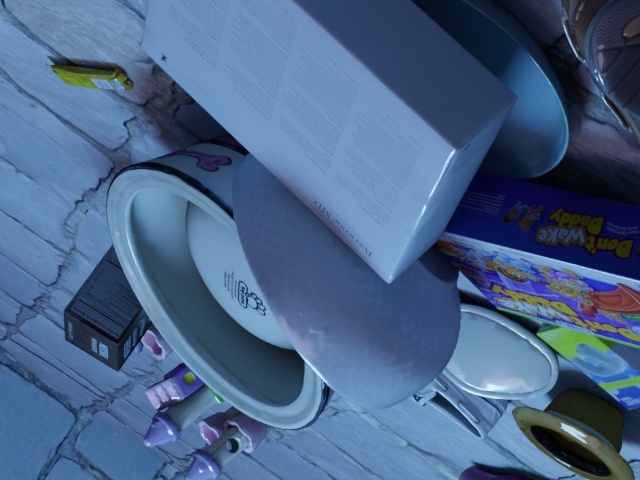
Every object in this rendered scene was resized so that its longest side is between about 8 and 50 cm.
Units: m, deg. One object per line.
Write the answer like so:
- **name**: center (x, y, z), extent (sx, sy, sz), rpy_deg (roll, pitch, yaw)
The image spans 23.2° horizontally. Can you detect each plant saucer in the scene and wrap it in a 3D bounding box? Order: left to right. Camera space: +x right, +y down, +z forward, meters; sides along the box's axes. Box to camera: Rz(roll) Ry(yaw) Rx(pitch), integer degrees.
- **plant saucer**: center (0.114, -0.178, 1.562), extent (0.317, 0.044, 0.317), rpy_deg (28, 158, 12)

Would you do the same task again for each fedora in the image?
- **fedora**: center (0.351, 0.254, 2.085), extent (0.194, 0.079, 0.194), rpy_deg (32, 164, 11)

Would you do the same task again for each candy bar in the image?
- **candy bar**: center (-0.311, -0.219, 2.092), extent (0.161, 0.018, 0.040), rpy_deg (10, 152, 44)

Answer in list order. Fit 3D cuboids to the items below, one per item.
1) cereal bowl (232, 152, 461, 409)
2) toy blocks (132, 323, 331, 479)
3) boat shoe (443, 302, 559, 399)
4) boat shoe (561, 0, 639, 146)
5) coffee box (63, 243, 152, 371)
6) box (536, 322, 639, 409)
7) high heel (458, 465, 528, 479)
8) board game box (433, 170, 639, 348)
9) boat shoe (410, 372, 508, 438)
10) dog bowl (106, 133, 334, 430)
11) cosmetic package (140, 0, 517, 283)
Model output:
- **cereal bowl**: center (0.056, 0.013, 1.746), extent (0.141, 0.339, 0.339), rpy_deg (-29, 123, 23)
- **toy blocks**: center (-0.184, 0.229, 2.442), extent (0.309, 0.260, 0.289), rpy_deg (-10, 113, 59)
- **boat shoe**: center (0.179, 0.126, 2.079), extent (0.319, 0.116, 0.099), rpy_deg (14, -165, 27)
- **boat shoe**: center (0.302, -0.135, 1.331), extent (0.324, 0.123, 0.116), rpy_deg (45, -170, -48)
- **coffee box**: center (-0.270, 0.054, 2.298), extent (0.098, 0.246, 0.141), rpy_deg (31, 158, 6)
- **box**: center (0.362, 0.146, 1.896), extent (0.178, 0.042, 0.109), rpy_deg (38, 158, -10)
- **high heel**: center (0.368, 0.526, 2.547), extent (0.377, 0.127, 0.181), rpy_deg (50, 164, -27)
- **board game box**: center (0.299, 0.034, 1.640), extent (0.347, 0.078, 0.233), rpy_deg (15, 163, 38)
- **boat shoe**: center (0.160, 0.204, 2.246), extent (0.226, 0.076, 0.083), rpy_deg (30, 157, 10)
- **dog bowl**: center (-0.092, 0.040, 2.031), extent (0.408, 0.150, 0.408), rpy_deg (35, 146, 28)
- **cosmetic package**: center (-0.009, -0.167, 1.523), extent (0.377, 0.097, 0.284), rpy_deg (44, 152, 11)
